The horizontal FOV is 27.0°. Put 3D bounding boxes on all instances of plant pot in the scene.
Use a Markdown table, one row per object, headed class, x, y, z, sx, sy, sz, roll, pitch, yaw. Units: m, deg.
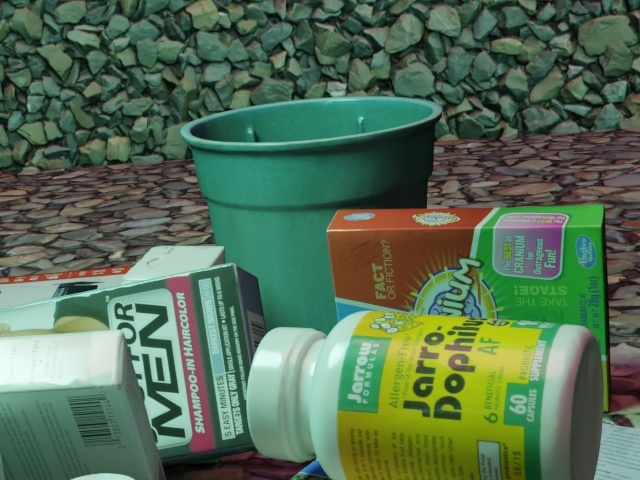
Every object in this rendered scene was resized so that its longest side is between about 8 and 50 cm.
| class | x | y | z | sx | sy | sz | roll | pitch | yaw |
| --- | --- | --- | --- | --- | --- | --- | --- | --- | --- |
| plant pot | 0.000 | 0.000 | 1.764 | 0.341 | 0.334 | 0.341 | -4 | 14 | 1 |

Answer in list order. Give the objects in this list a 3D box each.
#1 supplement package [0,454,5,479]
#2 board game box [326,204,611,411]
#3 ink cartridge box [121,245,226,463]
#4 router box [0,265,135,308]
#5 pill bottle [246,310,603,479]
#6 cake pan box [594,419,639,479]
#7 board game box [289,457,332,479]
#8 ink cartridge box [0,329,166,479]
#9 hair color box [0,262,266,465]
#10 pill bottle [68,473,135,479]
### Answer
| class | x | y | z | sx | sy | sz | roll | pitch | yaw |
| --- | --- | --- | --- | --- | --- | --- | --- | --- | --- |
| supplement package | -0.368 | 0.295 | 1.006 | 0.199 | 0.198 | 0.262 | -3 | 15 | 11 |
| board game box | 0.178 | 0.082 | 1.569 | 0.316 | 0.242 | 0.064 | -1 | 23 | 16 |
| ink cartridge box | -0.158 | 0.128 | 1.543 | 0.092 | 0.219 | 0.160 | -2 | 15 | 8 |
| router box | -0.357 | 0.119 | 1.920 | 0.335 | 0.082 | 0.301 | -5 | 14 | -1 |
| pill bottle | 0.065 | 0.104 | 0.843 | 0.208 | 0.117 | 0.117 | 3 | 16 | 22 |
| cake pan box | 0.152 | 0.239 | 1.061 | 0.246 | 0.070 | 0.267 | -40 | 17 | -23 |
| board game box | -0.007 | 0.301 | 0.799 | 0.141 | 0.232 | 0.291 | 5 | 18 | 30 |
| ink cartridge box | -0.286 | 0.197 | 1.216 | 0.261 | 0.296 | 0.066 | -5 | 51 | -1 |
| hair color box | -0.241 | 0.154 | 1.388 | 0.374 | 0.185 | 0.113 | -12 | -11 | 9 |
| pill bottle | -0.164 | 0.280 | 1.027 | 0.103 | 0.184 | 0.103 | -5 | 15 | 1 |
